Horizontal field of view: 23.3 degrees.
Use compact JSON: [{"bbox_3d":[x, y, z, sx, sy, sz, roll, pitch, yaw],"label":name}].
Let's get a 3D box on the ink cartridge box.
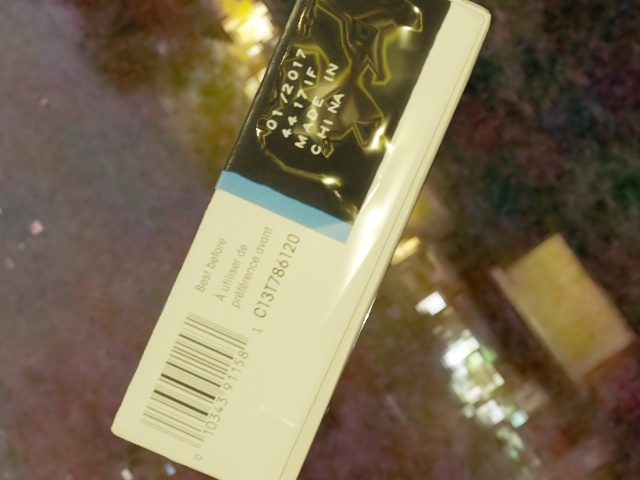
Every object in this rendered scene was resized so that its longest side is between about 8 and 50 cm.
[{"bbox_3d":[0.000,0.000,0.621,0.065,0.165,0.332,23,178,4],"label":"ink cartridge box"}]
